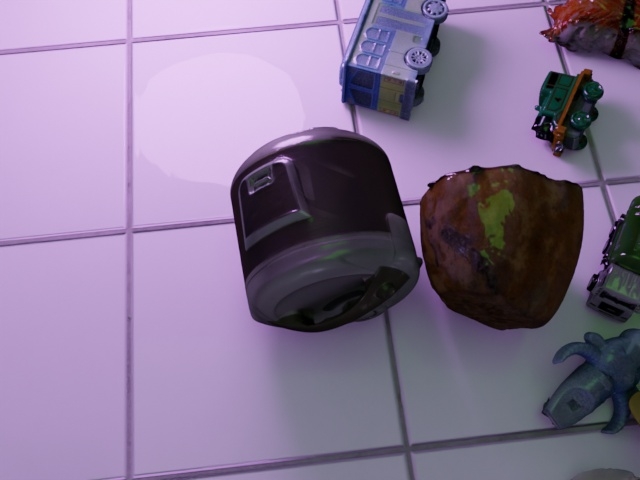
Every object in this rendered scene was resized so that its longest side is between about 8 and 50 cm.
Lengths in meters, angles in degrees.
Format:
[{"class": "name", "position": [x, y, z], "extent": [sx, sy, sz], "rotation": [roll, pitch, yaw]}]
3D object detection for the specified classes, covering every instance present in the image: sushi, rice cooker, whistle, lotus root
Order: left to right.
[{"class": "rice cooker", "position": [0.000, 0.000, 1.350], "extent": [0.335, 0.335, 0.325], "rotation": [-10, 66, -4]}, {"class": "lotus root", "position": [0.295, 0.026, 1.348], "extent": [0.316, 0.316, 0.250], "rotation": [7, 70, 4]}, {"class": "whistle", "position": [0.516, 0.244, 1.353], "extent": [0.269, 0.093, 0.180], "rotation": [-38, 95, -15]}, {"class": "sushi", "position": [0.674, -0.477, 1.685], "extent": [0.332, 0.130, 0.124], "rotation": [17, 61, 2]}]

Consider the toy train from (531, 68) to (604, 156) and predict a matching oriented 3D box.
[{"class": "toy train", "position": [0.527, -0.281, 1.609], "extent": [0.136, 0.091, 0.227], "rotation": [22, 67, 22]}]

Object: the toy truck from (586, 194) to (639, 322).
[{"class": "toy truck", "position": [0.603, 0.029, 1.437], "extent": [0.101, 0.125, 0.242], "rotation": [25, 68, 11]}]

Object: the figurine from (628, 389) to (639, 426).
[{"class": "figurine", "position": [0.740, 0.250, 1.180], "extent": [0.266, 0.377, 0.361], "rotation": [43, 69, 3]}]

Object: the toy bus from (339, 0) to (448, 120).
[{"class": "toy bus", "position": [0.168, -0.442, 1.650], "extent": [0.190, 0.152, 0.312], "rotation": [16, 66, 8]}]

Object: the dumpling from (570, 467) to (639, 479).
[{"class": "dumpling", "position": [0.462, 0.467, 1.247], "extent": [0.181, 0.111, 0.155], "rotation": [-18, 35, -16]}]
